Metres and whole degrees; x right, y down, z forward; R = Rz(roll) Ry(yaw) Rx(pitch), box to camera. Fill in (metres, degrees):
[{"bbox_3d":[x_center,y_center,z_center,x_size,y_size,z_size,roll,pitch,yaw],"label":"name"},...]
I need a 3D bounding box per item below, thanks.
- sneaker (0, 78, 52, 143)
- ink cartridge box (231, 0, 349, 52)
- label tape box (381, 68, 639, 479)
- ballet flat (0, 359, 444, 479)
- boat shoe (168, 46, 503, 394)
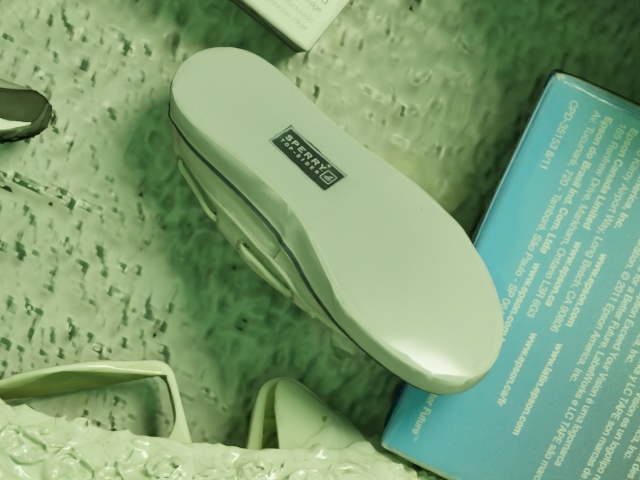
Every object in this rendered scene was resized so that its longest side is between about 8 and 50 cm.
[{"bbox_3d":[-0.285,-0.133,1.042,0.271,0.100,0.108,24,88,-6],"label":"sneaker"},{"bbox_3d":[0.010,-0.244,1.064,0.134,0.078,0.231,38,91,-7],"label":"ink cartridge box"},{"bbox_3d":[0.245,0.079,1.056,0.347,0.115,0.249,25,99,2],"label":"label tape box"},{"bbox_3d":[-0.075,0.140,1.070,0.409,0.147,0.147,6,94,-5],"label":"ballet flat"},{"bbox_3d":[0.000,0.000,1.035,0.096,0.088,0.267,-36,67,-30],"label":"boat shoe"}]
